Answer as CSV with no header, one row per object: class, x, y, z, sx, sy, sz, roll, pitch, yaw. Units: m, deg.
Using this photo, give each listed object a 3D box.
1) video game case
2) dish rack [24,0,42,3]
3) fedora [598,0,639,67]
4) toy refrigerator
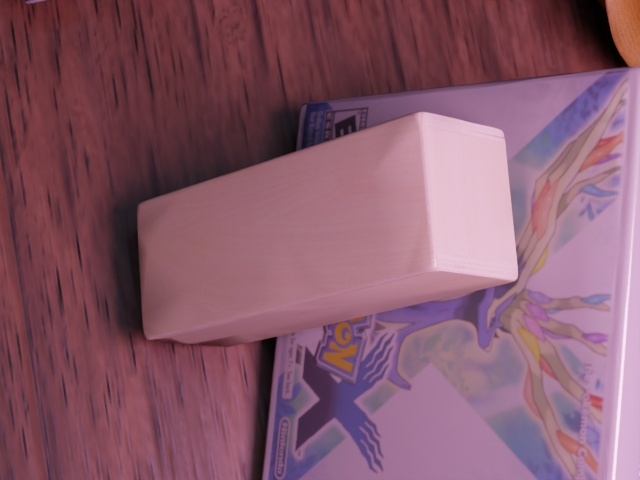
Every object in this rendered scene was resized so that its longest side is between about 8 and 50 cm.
video game case,0.085,0.058,1.155,0.036,0.300,0.329,15,78,-45
dish rack,-0.136,-0.284,1.304,0.271,0.074,0.208,-15,79,-11
fedora,0.260,-0.215,1.330,0.194,0.079,0.194,-10,107,-35
toy refrigerator,0.000,0.000,1.163,0.094,0.269,0.102,8,72,-45
